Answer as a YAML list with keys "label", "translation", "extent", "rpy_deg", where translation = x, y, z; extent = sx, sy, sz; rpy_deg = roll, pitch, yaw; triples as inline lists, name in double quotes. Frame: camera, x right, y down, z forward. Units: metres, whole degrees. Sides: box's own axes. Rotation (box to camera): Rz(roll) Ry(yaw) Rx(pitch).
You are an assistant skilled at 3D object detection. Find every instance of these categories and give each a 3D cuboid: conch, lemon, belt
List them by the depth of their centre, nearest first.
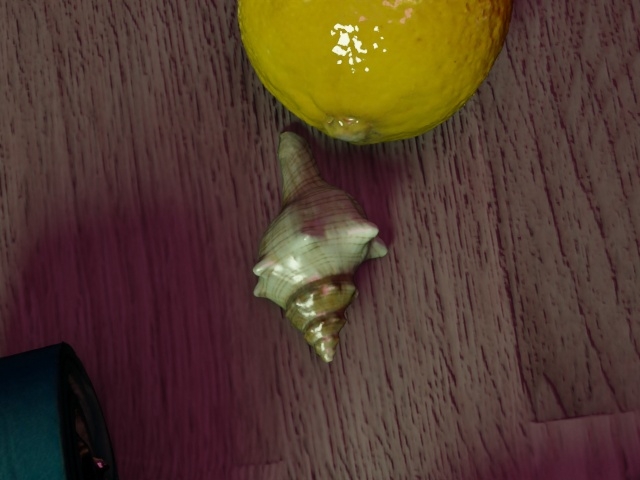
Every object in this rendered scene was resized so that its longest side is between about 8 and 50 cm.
- label: "belt"
  translation: [-0.244, 0.314, 1.009]
  extent: [0.173, 0.300, 0.436]
  rpy_deg: [-17, 81, -4]
- label: "lemon"
  translation: [0.052, -0.235, 1.129]
  extent: [0.293, 0.293, 0.293]
  rpy_deg: [0, 80, -1]
- label: "conch"
  translation: [0.007, 0.004, 1.167]
  extent: [0.137, 0.114, 0.233]
  rpy_deg: [17, 74, -12]
